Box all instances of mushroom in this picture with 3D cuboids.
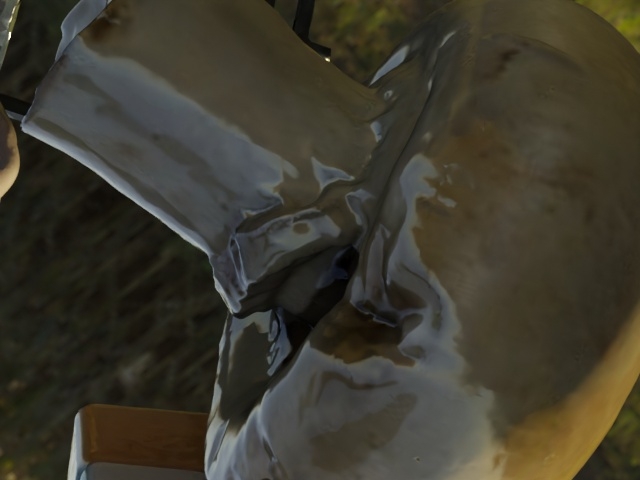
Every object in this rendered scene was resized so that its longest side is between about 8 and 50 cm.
[{"bbox_3d":[0.000,0.000,0.789,0.290,0.292,0.292,28,175,-14],"label":"mushroom"}]

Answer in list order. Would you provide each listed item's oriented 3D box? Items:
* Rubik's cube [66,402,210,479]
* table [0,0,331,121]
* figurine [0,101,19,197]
[{"bbox_3d":[-0.023,0.345,1.239,0.344,0.347,0.346,-109,28,-70],"label":"Rubik's cube"},{"bbox_3d":[-0.129,-0.265,1.571,0.272,0.335,0.222,18,144,-11],"label":"table"},{"bbox_3d":[-0.281,-0.061,1.217,0.137,0.112,0.229,63,-155,6],"label":"figurine"}]
